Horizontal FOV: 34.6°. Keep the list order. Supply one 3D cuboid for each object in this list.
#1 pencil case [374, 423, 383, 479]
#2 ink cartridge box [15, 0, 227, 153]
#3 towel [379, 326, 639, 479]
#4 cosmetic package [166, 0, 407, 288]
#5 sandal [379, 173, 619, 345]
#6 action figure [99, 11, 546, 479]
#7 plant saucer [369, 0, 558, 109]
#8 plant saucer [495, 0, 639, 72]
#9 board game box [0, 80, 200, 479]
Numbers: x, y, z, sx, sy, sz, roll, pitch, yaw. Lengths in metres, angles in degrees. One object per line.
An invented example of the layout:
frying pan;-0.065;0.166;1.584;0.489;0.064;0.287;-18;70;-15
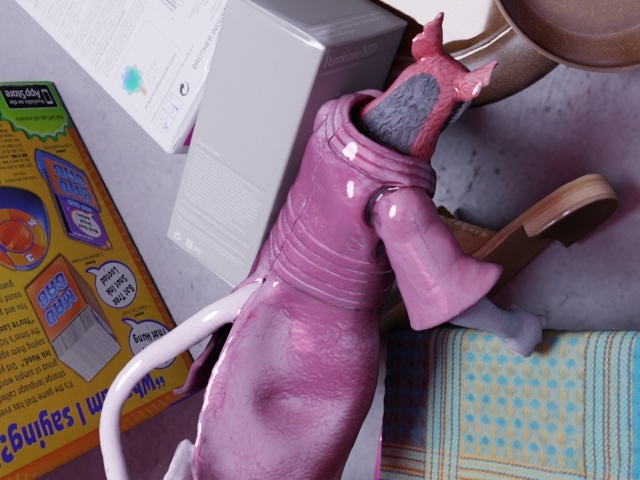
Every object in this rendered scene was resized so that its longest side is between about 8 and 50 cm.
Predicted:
pencil case;0.147;0.209;0.867;0.209;0.095;0.098;19;110;23
ink cartridge box;-0.175;-0.244;0.936;0.311;0.065;0.186;43;115;21
towel;0.175;0.196;0.707;0.370;0.040;0.272;-4;79;50
cosmetic package;-0.032;-0.089;0.848;0.107;0.127;0.238;37;128;19
sandal;0.128;-0.002;0.856;0.240;0.088;0.079;-35;61;26
action figure;0.000;0.000;0.734;0.248;0.275;0.370;58;136;43
plant saucer;0.090;-0.260;0.838;0.310;0.050;0.311;4;100;23
plant saucer;0.212;-0.225;0.757;0.198;0.036;0.199;-1;104;-6
board game box;-0.403;0.094;0.951;0.356;0.356;0.356;-30;85;26
